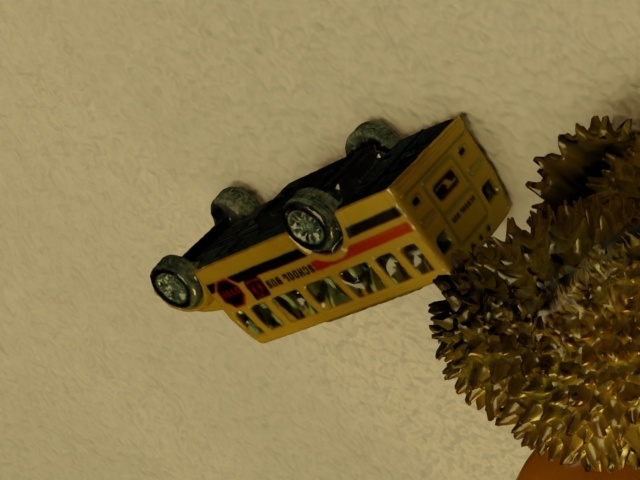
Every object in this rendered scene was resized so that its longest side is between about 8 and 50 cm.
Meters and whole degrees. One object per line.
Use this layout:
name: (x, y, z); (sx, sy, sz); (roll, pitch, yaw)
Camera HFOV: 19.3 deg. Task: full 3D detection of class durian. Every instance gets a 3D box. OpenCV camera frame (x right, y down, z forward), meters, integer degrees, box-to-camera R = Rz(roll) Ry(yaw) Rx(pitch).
durian: (0.206, 0.049, 1.313); (0.293, 0.258, 0.258); (-10, 112, 53)

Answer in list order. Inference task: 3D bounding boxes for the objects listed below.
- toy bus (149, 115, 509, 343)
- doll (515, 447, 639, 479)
toy bus: (0.000, 0.000, 1.566); (0.335, 0.121, 0.123); (-23, 110, 49)
doll: (0.227, 0.261, 1.455); (0.213, 0.236, 0.213); (20, 131, 25)
